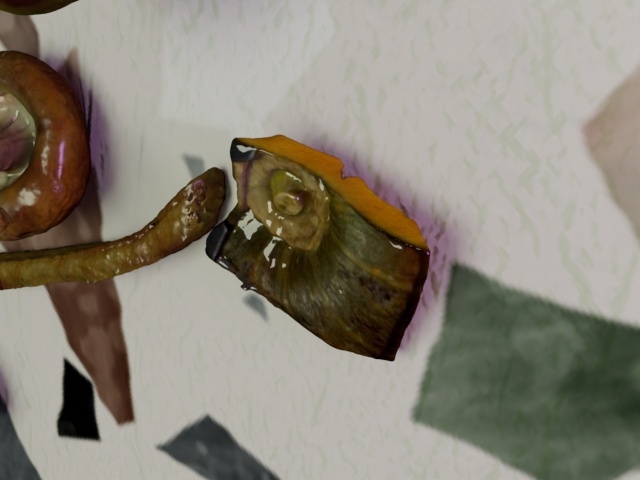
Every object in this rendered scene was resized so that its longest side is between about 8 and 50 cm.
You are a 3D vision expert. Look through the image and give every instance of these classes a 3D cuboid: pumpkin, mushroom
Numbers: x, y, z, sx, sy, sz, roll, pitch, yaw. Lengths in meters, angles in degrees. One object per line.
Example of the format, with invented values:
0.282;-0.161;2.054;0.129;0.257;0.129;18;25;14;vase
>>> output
0.001;0.001;0.359;0.101;0.035;0.073;34;132;22;pumpkin
-0.147;-0.031;0.428;0.088;0.073;0.129;-34;38;11;mushroom

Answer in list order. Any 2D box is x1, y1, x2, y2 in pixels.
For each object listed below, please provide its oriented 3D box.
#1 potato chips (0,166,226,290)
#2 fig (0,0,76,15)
-0.121;0.005;0.457;0.204;0.026;0.037;-14;90;40;potato chips
-0.093;-0.163;0.317;0.165;0.144;0.154;43;111;26;fig
